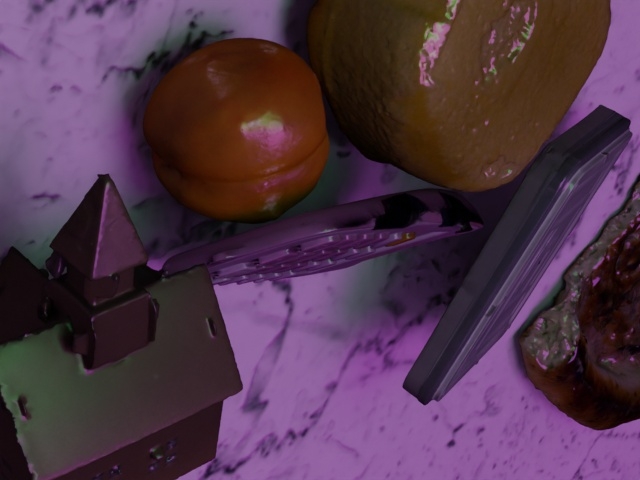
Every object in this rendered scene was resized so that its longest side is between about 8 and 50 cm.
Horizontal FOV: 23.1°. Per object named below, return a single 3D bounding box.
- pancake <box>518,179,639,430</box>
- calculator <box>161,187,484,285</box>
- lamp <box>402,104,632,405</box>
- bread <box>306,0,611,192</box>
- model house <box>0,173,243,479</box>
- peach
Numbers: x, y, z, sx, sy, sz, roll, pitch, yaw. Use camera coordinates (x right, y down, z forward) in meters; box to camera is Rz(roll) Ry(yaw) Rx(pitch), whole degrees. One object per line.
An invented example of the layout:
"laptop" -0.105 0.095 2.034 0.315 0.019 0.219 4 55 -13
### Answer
"pancake" 0.392 0.088 1.814 0.427 0.067 0.304 23 97 -50
"calculator" 0.000 -0.002 1.234 0.294 0.194 0.043 -6 81 -59
"lamp" 0.185 0.009 1.444 0.266 0.047 0.269 -60 168 23
"bread" 0.114 -0.174 1.252 0.270 0.148 0.269 -27 131 -36
"model house" -0.166 0.047 1.082 0.181 0.176 0.248 -21 136 -37
"peach" -0.063 -0.079 1.147 0.138 0.138 0.138 -27 135 -32
